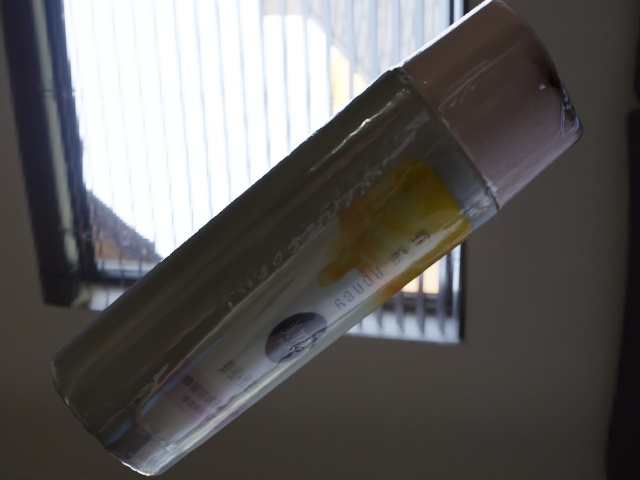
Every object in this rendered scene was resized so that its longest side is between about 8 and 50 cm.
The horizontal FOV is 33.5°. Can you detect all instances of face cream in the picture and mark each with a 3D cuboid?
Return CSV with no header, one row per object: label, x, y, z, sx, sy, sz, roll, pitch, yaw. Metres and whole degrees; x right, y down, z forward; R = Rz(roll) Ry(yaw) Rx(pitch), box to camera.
face cream,0.000,0.000,0.507,0.073,0.269,0.107,53,-177,33
